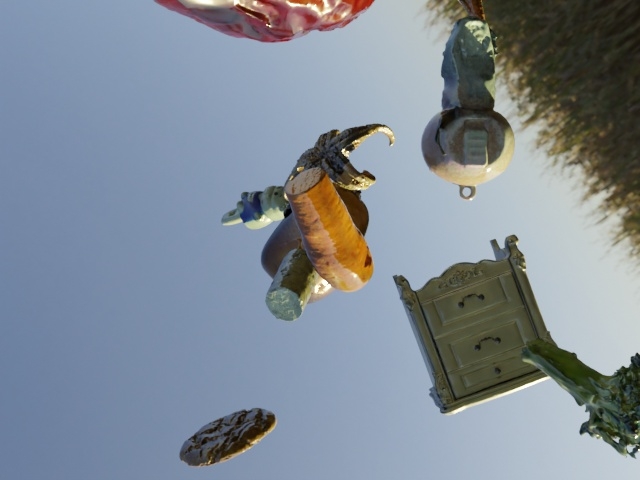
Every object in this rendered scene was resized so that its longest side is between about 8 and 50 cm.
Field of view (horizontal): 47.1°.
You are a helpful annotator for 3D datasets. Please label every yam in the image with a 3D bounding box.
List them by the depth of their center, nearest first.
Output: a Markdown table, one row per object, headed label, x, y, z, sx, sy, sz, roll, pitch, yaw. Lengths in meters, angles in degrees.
| label | x | y | z | sx | sy | sz | roll | pitch | yaw |
| --- | --- | --- | --- | --- | --- | --- | --- | --- | --- |
| yam | -0.047 | 0.077 | 1.273 | 0.078 | 0.078 | 0.179 | 47 | -159 | -11 |

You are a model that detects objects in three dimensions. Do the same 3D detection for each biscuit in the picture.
| label | x | y | z | sx | sy | sz | roll | pitch | yaw |
| --- | --- | --- | --- | --- | --- | --- | --- | --- | --- |
| biscuit | -0.203 | 0.425 | 1.602 | 0.042 | 0.225 | 0.226 | 69 | -158 | -6 |

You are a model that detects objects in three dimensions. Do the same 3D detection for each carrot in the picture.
| label | x | y | z | sx | sy | sz | roll | pitch | yaw |
| --- | --- | --- | --- | --- | --- | --- | --- | --- | --- |
| carrot | 0.012 | -0.007 | 1.008 | 0.087 | 0.087 | 0.193 | -100 | -16 | -49 |

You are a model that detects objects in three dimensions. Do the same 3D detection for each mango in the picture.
| label | x | y | z | sx | sy | sz | roll | pitch | yaw |
| --- | --- | --- | --- | --- | --- | --- | --- | --- | --- |
| mango | 0.000 | 0.000 | 1.610 | 0.201 | 0.287 | 0.153 | 15 | -157 | -39 |

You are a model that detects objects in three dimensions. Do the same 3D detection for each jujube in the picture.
| label | x | y | z | sx | sy | sz | roll | pitch | yaw |
| --- | --- | --- | --- | --- | --- | --- | --- | --- | --- |
| jujube | -0.047 | -0.297 | 0.728 | 0.290 | 0.197 | 0.197 | -16 | -112 | -43 |

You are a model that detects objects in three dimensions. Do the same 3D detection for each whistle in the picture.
| label | x | y | z | sx | sy | sz | roll | pitch | yaw |
| --- | --- | --- | --- | --- | --- | --- | --- | --- | --- |
| whistle | 0.286 | -0.253 | 1.430 | 0.189 | 0.189 | 0.348 | -12 | -77 | -65 |
| whistle | -0.157 | -0.086 | 1.888 | 0.092 | 0.244 | 0.110 | 55 | -144 | -33 |

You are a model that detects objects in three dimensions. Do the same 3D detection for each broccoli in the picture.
| label | x | y | z | sx | sy | sz | roll | pitch | yaw |
| --- | --- | --- | --- | --- | --- | --- | --- | --- | --- |
| broccoli | 0.523 | 0.288 | 1.397 | 0.177 | 0.274 | 0.199 | -50 | -42 | -29 |

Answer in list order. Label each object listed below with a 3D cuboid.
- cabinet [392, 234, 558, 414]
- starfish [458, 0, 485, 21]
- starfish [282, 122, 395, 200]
| label | x | y | z | sx | sy | sz | roll | pitch | yaw |
| --- | --- | --- | --- | --- | --- | --- | --- | --- | --- |
| cabinet | 0.346 | 0.183 | 1.669 | 0.227 | 0.289 | 0.318 | 30 | -140 | -88 |
| starfish | 0.220 | -0.600 | 1.556 | 0.383 | 0.132 | 0.398 | 30 | -132 | 7 |
| starfish | 0.014 | -0.115 | 1.100 | 0.074 | 0.189 | 0.146 | 44 | -133 | -32 |
